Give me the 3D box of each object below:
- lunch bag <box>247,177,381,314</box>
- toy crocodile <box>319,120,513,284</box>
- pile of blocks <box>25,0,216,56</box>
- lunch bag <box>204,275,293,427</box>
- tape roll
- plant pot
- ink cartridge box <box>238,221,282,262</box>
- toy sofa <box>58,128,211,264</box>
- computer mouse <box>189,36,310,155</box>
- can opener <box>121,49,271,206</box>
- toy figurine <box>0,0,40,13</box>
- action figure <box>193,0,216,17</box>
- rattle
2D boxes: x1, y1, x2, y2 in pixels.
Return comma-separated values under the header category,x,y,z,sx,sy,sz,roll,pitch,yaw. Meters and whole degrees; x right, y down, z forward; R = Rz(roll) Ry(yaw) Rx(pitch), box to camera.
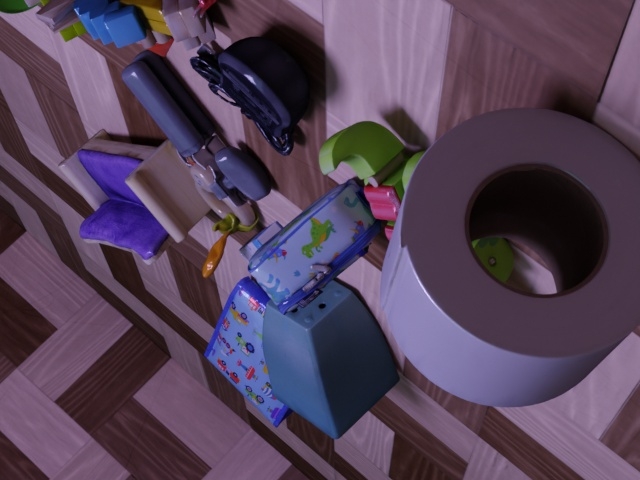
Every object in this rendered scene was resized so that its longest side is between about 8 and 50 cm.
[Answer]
category,x,y,z,sx,sy,sz,roll,pitch,yaw
lunch bag,0.000,0.000,1.425,0.090,0.176,0.219,48,-173,-4
toy crocodile,0.129,-0.008,1.313,0.340,0.105,0.115,53,159,-23
pile of blocks,-0.275,-0.294,1.480,0.362,0.149,0.113,27,154,40
lunch bag,-0.100,0.208,2.209,0.221,0.138,0.293,43,152,13
tape roll,0.186,0.020,1.050,0.246,0.246,0.169,40,161,13
plant pot,0.006,0.174,1.866,0.165,0.165,0.234,29,147,38
ink cartridge box,-0.079,0.024,1.876,0.088,0.052,0.122,47,159,-6
toy sofa,-0.357,-0.088,2.020,0.362,0.177,0.150,14,145,57
computer mouse,-0.073,-0.202,1.398,0.188,0.072,0.272,45,173,-7
can opener,-0.178,-0.173,1.685,0.095,0.076,0.283,-23,115,34
toy figurine,-0.476,-0.454,1.647,0.159,0.130,0.173,48,141,18
action figure,-0.153,-0.318,1.219,0.280,0.139,0.091,9,141,55
rattle,-0.210,-0.063,1.844,0.200,0.143,0.130,49,180,-29
